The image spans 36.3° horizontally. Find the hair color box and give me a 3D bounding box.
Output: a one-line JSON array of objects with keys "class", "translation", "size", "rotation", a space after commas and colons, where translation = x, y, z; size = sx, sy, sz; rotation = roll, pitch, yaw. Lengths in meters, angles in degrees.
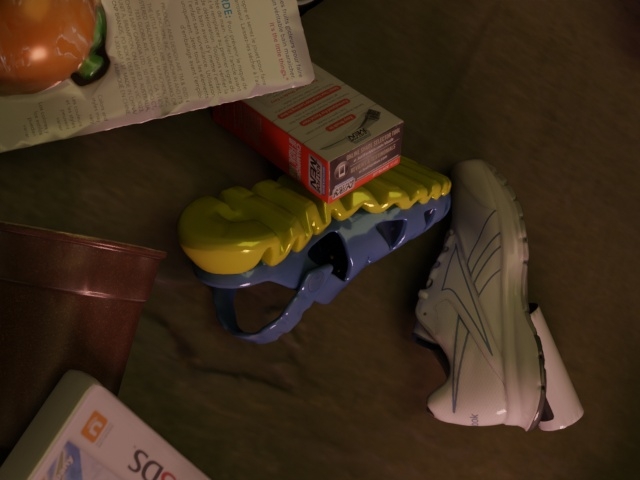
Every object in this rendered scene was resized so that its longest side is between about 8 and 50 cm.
[{"class": "hair color box", "translation": [-0.015, -0.112, 0.905], "size": [0.093, 0.167, 0.053], "rotation": [-31, 141, -29]}]

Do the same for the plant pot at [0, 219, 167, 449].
[{"class": "plant pot", "translation": [-0.218, 0.074, 0.771], "size": [0.167, 0.167, 0.165], "rotation": [12, 87, -29]}]

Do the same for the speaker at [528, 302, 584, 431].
[{"class": "speaker", "translation": [0.242, 0.139, 1.085], "size": [0.055, 0.055, 0.136], "rotation": [-29, 99, -30]}]

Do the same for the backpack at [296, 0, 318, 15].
[{"class": "backpack", "translation": [-0.043, -0.350, 0.906], "size": [0.225, 0.191, 0.253], "rotation": [-41, 99, -29]}]

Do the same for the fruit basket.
[{"class": "fruit basket", "translation": [-0.212, -0.241, 0.762], "size": [0.353, 0.165, 0.327], "rotation": [-15, 92, -17]}]

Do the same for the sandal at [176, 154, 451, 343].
[{"class": "sandal", "translation": [0.000, 0.000, 0.937], "size": [0.317, 0.126, 0.138], "rotation": [-20, 125, -35]}]

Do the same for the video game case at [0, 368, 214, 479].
[{"class": "video game case", "translation": [-0.192, 0.305, 0.737], "size": [0.329, 0.036, 0.300], "rotation": [-59, 143, -22]}]

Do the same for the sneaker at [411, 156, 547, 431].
[{"class": "sneaker", "translation": [0.155, 0.050, 1.011], "size": [0.129, 0.111, 0.297], "rotation": [-5, 67, 6]}]
